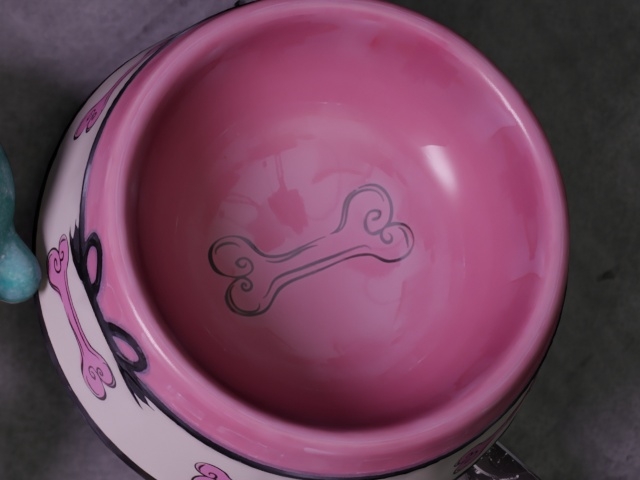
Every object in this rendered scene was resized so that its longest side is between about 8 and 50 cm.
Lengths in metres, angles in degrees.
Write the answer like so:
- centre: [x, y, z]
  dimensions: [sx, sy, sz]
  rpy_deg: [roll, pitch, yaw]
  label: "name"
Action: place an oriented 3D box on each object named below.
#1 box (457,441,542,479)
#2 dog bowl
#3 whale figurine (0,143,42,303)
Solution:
- centre: [0.052, 0.238, 1.653]
  dimensions: [0.183, 0.056, 0.231]
  rpy_deg: [42, 83, -23]
  label: "box"
- centre: [0.000, 0.000, 1.451]
  dimensions: [0.408, 0.150, 0.408]
  rpy_deg: [4, 75, -13]
  label: "dog bowl"
- centre: [-0.299, 0.018, 1.385]
  dimensions: [0.216, 0.141, 0.272]
  rpy_deg: [4, 71, -17]
  label: "whale figurine"
